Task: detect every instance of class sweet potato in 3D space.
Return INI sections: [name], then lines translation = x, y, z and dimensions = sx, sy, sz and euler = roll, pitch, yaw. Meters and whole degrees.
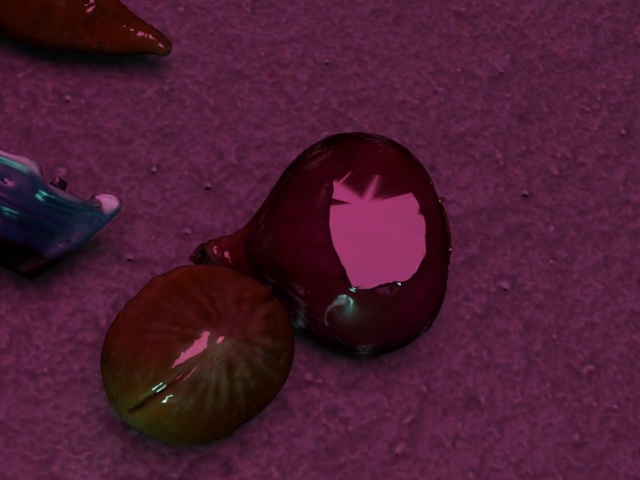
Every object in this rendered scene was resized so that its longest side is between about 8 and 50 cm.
[sweet potato]
translation = -0.296, -0.248, 1.038
dimensions = 0.359, 0.112, 0.112
euler = 27, 64, 0

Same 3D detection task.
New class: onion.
[onion]
translation = 0.000, 0.000, 0.965
dimensions = 0.218, 0.140, 0.195
euler = -2, 73, -7

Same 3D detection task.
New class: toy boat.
[toy boat]
translation = -0.308, -0.079, 0.941
dimensions = 0.309, 0.129, 0.142
euler = 24, 78, 0

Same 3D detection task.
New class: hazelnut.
[hazelnut]
translation = -0.091, 0.092, 0.894
dimensions = 0.150, 0.150, 0.150
euler = 4, 65, -8
